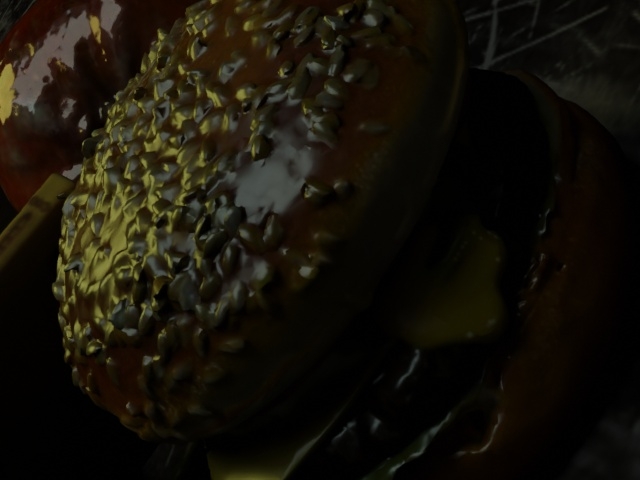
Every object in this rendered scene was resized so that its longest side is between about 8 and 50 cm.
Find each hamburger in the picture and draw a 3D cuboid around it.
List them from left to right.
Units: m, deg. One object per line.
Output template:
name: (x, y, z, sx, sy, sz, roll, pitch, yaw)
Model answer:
hamburger: (0.000, 0.000, 0.949, 0.291, 0.225, 0.291, -43, 29, 30)

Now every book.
book: (-0.223, 0.175, 1.055, 0.032, 0.269, 0.389, 27, 67, 24)

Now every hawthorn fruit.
hawthorn fruit: (-0.087, -0.082, 1.264, 0.242, 0.242, 0.271, -52, 1, 11)

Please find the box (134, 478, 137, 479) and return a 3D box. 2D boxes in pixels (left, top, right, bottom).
box: (-0.284, 0.079, 1.370, 0.116, 0.264, 0.415, -52, 23, 7)
